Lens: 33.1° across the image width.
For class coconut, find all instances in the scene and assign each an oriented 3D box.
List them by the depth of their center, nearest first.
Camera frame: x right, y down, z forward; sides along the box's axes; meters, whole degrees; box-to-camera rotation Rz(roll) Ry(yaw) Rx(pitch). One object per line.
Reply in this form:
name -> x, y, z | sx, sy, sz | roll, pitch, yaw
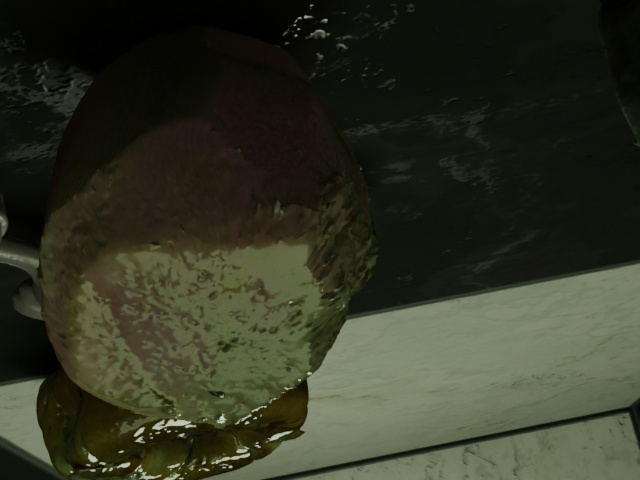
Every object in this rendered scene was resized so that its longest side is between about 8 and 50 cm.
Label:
coconut -> -0.075, -0.019, 0.751 | 0.233, 0.245, 0.233 | -2, 127, -2

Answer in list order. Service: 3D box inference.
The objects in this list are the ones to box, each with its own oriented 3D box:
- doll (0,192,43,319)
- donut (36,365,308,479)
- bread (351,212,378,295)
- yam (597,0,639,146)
doll -> -0.266, 0.017, 0.944 | 0.160, 0.094, 0.365 | -27, 156, 29
donut -> -0.195, 0.213, 1.408 | 0.361, 0.170, 0.360 | -12, 155, -6
bread -> -0.002, 0.000, 1.026 | 0.103, 0.110, 0.156 | -13, 160, 21
yam -> 0.343, -0.144, 0.653 | 0.241, 0.240, 0.348 | 6, 150, -40
